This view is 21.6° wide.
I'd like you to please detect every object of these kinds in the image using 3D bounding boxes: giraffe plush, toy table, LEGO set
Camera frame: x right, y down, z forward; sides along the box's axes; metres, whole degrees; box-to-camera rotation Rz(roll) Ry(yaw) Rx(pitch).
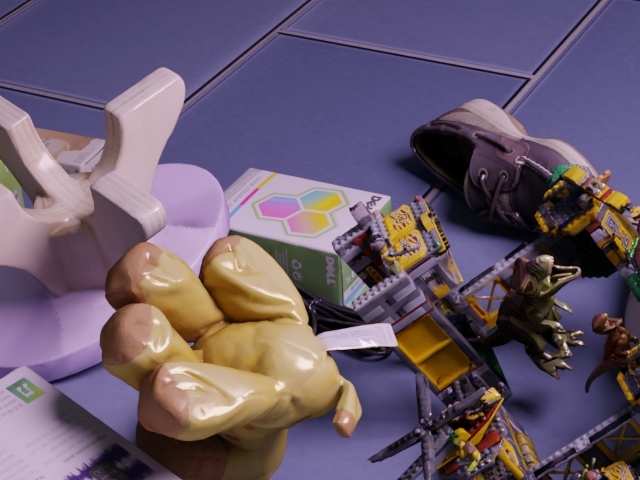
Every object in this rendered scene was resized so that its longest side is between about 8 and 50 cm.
[{"bbox_3d":[-0.070,0.115,1.223,0.210,0.170,0.181,11,46,-16],"label":"giraffe plush"},{"bbox_3d":[-0.208,-0.018,1.448,0.252,0.161,0.274,21,54,31],"label":"toy table"},{"bbox_3d":[0.144,0.051,1.267,0.255,0.192,0.331,-31,35,19],"label":"LEGO set"}]

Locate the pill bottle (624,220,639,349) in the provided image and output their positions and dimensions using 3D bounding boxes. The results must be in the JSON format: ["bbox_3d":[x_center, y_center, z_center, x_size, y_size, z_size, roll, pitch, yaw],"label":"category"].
[{"bbox_3d":[0.317,0.045,1.400,0.121,0.121,0.216,5,33,13],"label":"pill bottle"}]

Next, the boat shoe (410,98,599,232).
[{"bbox_3d":[0.178,-0.055,1.599,0.092,0.103,0.285,-20,32,-16],"label":"boat shoe"}]

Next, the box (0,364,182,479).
[{"bbox_3d":[-0.150,0.226,1.078,0.322,0.058,0.232,33,31,17],"label":"box"}]

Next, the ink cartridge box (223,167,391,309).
[{"bbox_3d":[0.000,0.000,1.553,0.209,0.062,0.109,13,36,24],"label":"ink cartridge box"}]

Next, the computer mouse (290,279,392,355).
[{"bbox_3d":[-0.079,0.092,1.415,0.184,0.060,0.262,23,40,34],"label":"computer mouse"}]

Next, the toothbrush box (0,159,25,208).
[{"bbox_3d":[-0.412,0.012,1.516,0.206,0.122,0.283,4,34,11],"label":"toothbrush box"}]

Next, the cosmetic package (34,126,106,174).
[{"bbox_3d":[-0.279,-0.082,1.729,0.115,0.041,0.060,10,35,20],"label":"cosmetic package"}]
